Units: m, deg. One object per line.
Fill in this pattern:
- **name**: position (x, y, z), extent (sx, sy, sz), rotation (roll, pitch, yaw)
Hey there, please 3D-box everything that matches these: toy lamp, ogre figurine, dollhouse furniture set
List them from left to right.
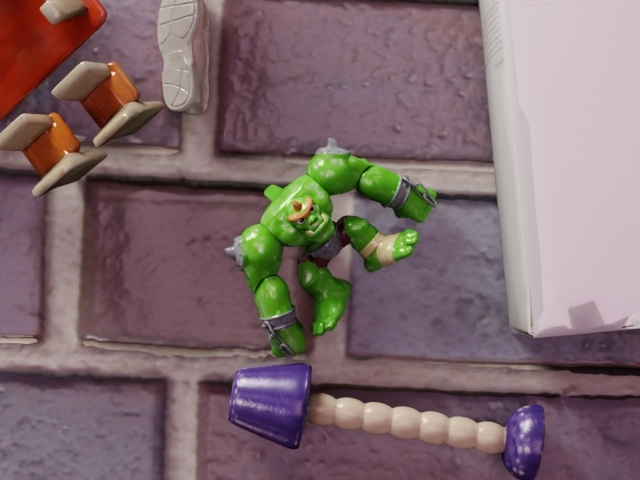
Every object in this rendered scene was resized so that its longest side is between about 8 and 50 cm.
- **dollhouse furniture set**: position (-0.224, -0.212, 1.198), extent (0.259, 0.135, 0.262), rotation (-38, 89, 19)
- **ogre figurine**: position (0.000, 0.000, 1.212), extent (0.197, 0.097, 0.118), rotation (-42, 108, 13)
- **toy lamp**: position (0.057, 0.158, 1.212), extent (0.275, 0.080, 0.080), rotation (8, 88, -1)

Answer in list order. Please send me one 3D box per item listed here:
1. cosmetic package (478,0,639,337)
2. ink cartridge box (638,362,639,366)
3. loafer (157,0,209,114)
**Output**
- **cosmetic package**: position (0.248, -0.106, 1.184), extent (0.197, 0.155, 0.365), rotation (-4, 89, -1)
- **ink cartridge box**: position (0.353, 0.130, 1.242), extent (0.115, 0.029, 0.063), rotation (41, 89, 0)
- **loafer**: position (-0.120, -0.174, 1.242), extent (0.045, 0.039, 0.125), rotation (-5, 80, 29)
